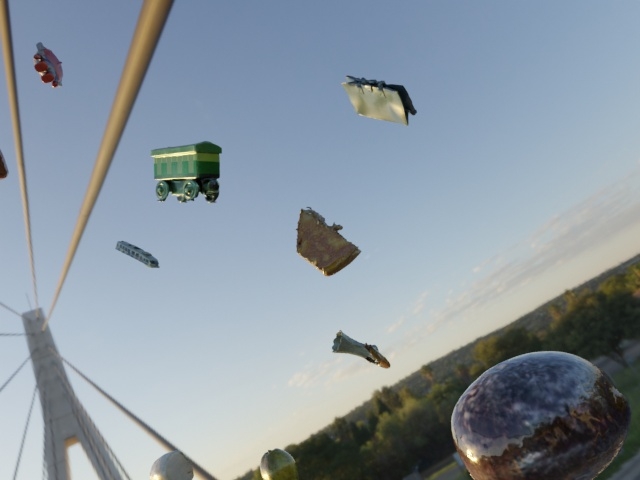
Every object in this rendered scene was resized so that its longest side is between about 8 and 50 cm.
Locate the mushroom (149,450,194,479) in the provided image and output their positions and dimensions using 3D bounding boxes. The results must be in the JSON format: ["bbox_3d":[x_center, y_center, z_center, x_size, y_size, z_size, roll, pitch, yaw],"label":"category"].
[{"bbox_3d":[-0.377,0.575,1.219,0.092,0.081,0.223,7,-32,-25],"label":"mushroom"}]

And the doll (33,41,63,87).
[{"bbox_3d":[-0.665,-0.422,1.205,0.062,0.195,0.104,-40,-55,0],"label":"doll"}]

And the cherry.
[{"bbox_3d":[0.343,0.302,0.798,0.255,0.218,0.296,11,-47,-43],"label":"cherry"}]

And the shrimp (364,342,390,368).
[{"bbox_3d":[0.151,0.336,1.431,0.083,0.114,0.023,-17,31,56],"label":"shrimp"}]

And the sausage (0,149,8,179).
[{"bbox_3d":[-0.844,-0.201,1.163,0.083,0.300,0.089,-30,-49,-54],"label":"sausage"}]

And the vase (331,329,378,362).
[{"bbox_3d":[0.121,0.363,1.663,0.148,0.081,0.081,21,-37,-11],"label":"vase"}]

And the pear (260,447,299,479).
[{"bbox_3d":[-0.120,0.672,1.444,0.107,0.131,0.107,-36,-9,-7],"label":"pear"}]

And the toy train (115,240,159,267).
[{"bbox_3d":[-0.645,0.051,1.751,0.043,0.207,0.047,4,-74,-59],"label":"toy train"}]

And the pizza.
[{"bbox_3d":[0.000,0.000,1.827,0.189,0.297,0.071,-45,-22,-3],"label":"pizza"}]

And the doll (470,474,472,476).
[{"bbox_3d":[0.472,0.721,1.482,0.058,0.085,0.040,19,-31,-10],"label":"doll"}]

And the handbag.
[{"bbox_3d":[0.176,-0.430,1.495,0.057,0.221,0.144,-54,-41,-10],"label":"handbag"}]

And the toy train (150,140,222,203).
[{"bbox_3d":[-0.459,-0.227,1.687,0.300,0.203,0.120,3,5,39],"label":"toy train"}]
